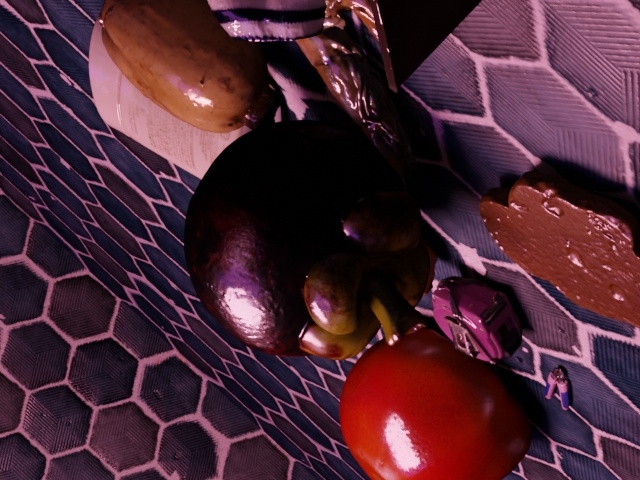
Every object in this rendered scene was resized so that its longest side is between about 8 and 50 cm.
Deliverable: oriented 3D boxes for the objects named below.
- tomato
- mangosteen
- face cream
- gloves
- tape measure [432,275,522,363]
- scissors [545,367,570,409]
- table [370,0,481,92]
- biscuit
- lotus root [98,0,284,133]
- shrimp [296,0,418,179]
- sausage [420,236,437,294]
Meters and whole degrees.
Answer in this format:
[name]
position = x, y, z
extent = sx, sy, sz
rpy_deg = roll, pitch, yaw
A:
[tomato]
position = 0.158, 0.274, 2.069
extent = 0.298, 0.226, 0.298
rpy_deg = 40, 166, 12
[mangosteen]
position = -0.012, -0.008, 1.652
extent = 0.297, 0.297, 0.313
rpy_deg = 47, 149, -12
[face cream]
position = -0.198, -0.191, 1.917
extent = 0.348, 0.081, 0.173
rpy_deg = 29, 122, 38
[gloves]
position = -0.064, -0.313, 1.392
extent = 0.140, 0.131, 0.218
rpy_deg = 23, 124, 55
[tape measure]
position = 0.203, 0.101, 1.816
extent = 0.118, 0.074, 0.125
rpy_deg = 23, 152, 49
[scissors]
position = 0.323, 0.198, 1.886
extent = 0.039, 0.012, 0.113
rpy_deg = 34, 160, 25
[table]
position = 0.011, -0.312, 1.096
extent = 0.251, 0.196, 0.282
rpy_deg = 33, 162, 25
[biscuit]
position = 0.287, 0.006, 1.472
extent = 0.290, 0.041, 0.208
rpy_deg = 21, 153, 47
[lotus root]
position = -0.164, -0.230, 1.722
extent = 0.284, 0.146, 0.160
rpy_deg = 37, 177, 9
[shrimp]
position = 0.052, -0.188, 1.513
extent = 0.296, 0.058, 0.169
rpy_deg = 53, 157, -21
[sausage]
position = 0.022, -0.029, 1.871
extent = 0.330, 0.102, 0.102
rpy_deg = 34, 160, 25
